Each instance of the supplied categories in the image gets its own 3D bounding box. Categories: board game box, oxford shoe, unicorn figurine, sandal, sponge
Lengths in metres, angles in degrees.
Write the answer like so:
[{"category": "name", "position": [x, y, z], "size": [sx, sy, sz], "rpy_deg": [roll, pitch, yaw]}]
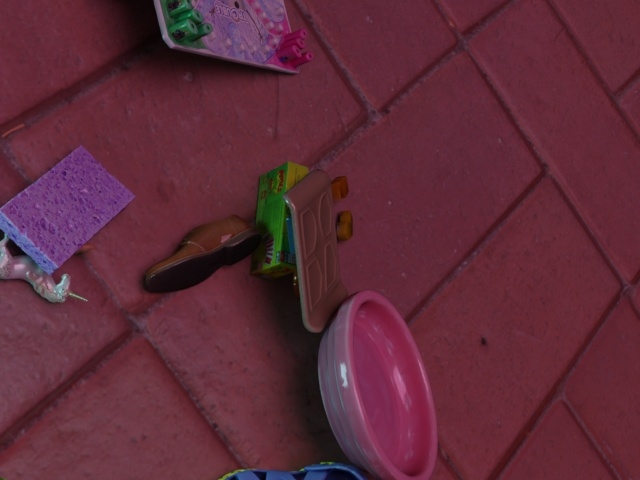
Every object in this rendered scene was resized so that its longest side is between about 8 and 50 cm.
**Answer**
[{"category": "board game box", "position": [-0.069, -0.032, 1.756], "size": [0.043, 0.092, 0.181], "rpy_deg": [17, 67, -32]}, {"category": "oxford shoe", "position": [-0.200, 0.019, 1.676], "size": [0.212, 0.076, 0.076], "rpy_deg": [-27, 62, -35]}, {"category": "unicorn figurine", "position": [-0.420, 0.033, 1.516], "size": [0.162, 0.060, 0.111], "rpy_deg": [3, 80, -19]}, {"category": "board game box", "position": [-0.166, -0.489, 1.754], "size": [0.390, 0.050, 0.389], "rpy_deg": [-3, 77, -60]}, {"category": "sandal", "position": [-0.045, 0.403, 1.618], "size": [0.318, 0.138, 0.126], "rpy_deg": [-8, 83, -35]}, {"category": "sponge", "position": [-0.373, -0.049, 1.544], "size": [0.117, 0.031, 0.210], "rpy_deg": [46, 40, -7]}]

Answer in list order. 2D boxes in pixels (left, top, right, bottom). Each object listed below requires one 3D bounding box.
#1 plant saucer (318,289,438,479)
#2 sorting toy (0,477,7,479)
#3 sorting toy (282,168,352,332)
[{"category": "plant saucer", "position": [0.090, 0.249, 1.723], "size": [0.332, 0.084, 0.332], "rpy_deg": [49, 31, -43]}, {"category": "sorting toy", "position": [-0.467, 0.328, 1.412], "size": [0.083, 0.012, 0.062], "rpy_deg": [-24, 83, -37]}, {"category": "sorting toy", "position": [0.000, 0.000, 1.756], "size": [0.307, 0.041, 0.229], "rpy_deg": [-47, 129, -68]}]
